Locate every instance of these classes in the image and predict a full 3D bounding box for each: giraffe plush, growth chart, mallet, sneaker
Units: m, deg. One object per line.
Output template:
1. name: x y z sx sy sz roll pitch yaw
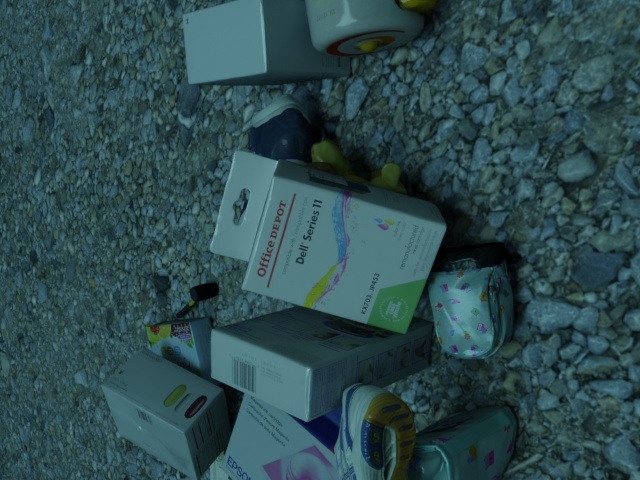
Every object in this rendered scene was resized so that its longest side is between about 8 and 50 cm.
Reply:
1. giraffe plush: 0.077 -0.082 1.231 0.171 0.181 0.210 -9 56 21
2. growth chart: -0.205 0.627 1.716 0.237 0.021 0.172 25 113 38
3. mallet: -0.328 0.158 1.717 0.190 0.062 0.039 -36 72 42
4. sneaker: -0.093 -0.150 1.422 0.323 0.130 0.236 121 149 -56
5. sneaker: 0.077 0.365 1.058 0.131 0.112 0.296 -162 77 -65

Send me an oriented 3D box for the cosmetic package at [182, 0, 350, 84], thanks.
1. cosmetic package: -0.100 -0.367 1.292 0.224 0.225 0.138 5 101 43

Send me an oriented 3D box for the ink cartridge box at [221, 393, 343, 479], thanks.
1. ink cartridge box: -0.053 0.433 1.438 0.324 0.071 0.330 30 111 38

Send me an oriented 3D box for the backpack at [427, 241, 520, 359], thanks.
1. backpack: 0.245 0.101 1.126 0.152 0.115 0.182 -7 95 42

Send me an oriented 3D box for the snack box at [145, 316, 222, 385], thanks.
1. snack box: -0.348 0.291 1.755 0.207 0.070 0.174 -10 92 45

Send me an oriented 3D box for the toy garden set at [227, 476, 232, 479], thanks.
1. toy garden set: -0.130 0.512 1.590 0.204 0.049 0.244 27 110 37

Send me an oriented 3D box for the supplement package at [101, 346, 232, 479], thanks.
1. supplement package: -0.367 0.417 1.667 0.262 0.145 0.204 20 134 25

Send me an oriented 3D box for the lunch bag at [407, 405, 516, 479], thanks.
1. lunch bag: 0.201 0.392 1.145 0.160 0.223 0.262 44 124 33

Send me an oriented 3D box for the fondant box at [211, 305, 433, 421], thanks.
1. fondant box: 0.008 0.192 1.217 0.238 0.330 0.096 13 107 41

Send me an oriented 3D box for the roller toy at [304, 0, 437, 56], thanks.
1. roller toy: 0.075 -0.388 1.148 0.191 0.209 0.146 -176 77 -83

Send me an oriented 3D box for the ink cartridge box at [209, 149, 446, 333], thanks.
1. ink cartridge box: 0.000 0.000 1.123 0.354 0.119 0.207 15 110 -4
